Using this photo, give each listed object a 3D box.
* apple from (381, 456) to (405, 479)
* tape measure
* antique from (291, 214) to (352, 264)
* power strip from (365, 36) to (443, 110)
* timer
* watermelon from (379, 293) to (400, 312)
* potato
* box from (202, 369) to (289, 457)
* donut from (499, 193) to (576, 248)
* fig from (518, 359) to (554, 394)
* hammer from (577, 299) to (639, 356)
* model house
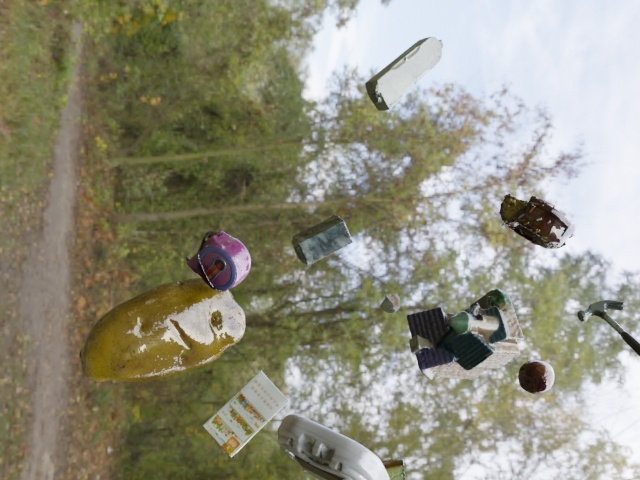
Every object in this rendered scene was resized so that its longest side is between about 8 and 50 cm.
[{"bbox_3d":[0.183,0.785,1.950,0.179,0.254,0.346,6,-72,41],"label":"apple"},{"bbox_3d":[-0.212,0.043,1.425,0.118,0.125,0.074,-42,-178,36],"label":"tape measure"},{"bbox_3d":[0.000,0.000,2.202,0.086,0.183,0.088,66,-10,-23],"label":"antique"},{"bbox_3d":[0.212,-0.419,1.649,0.048,0.286,0.080,7,-46,49],"label":"power strip"},{"bbox_3d":[0.025,0.506,1.550,0.087,0.261,0.237,-59,148,-24],"label":"timer"},{"bbox_3d":[0.256,0.229,2.459,0.061,0.085,0.085,53,6,-23],"label":"watermelon"},{"bbox_3d":[-0.346,0.202,1.482,0.176,0.369,0.196,53,-38,32],"label":"potato"},{"bbox_3d":[-0.208,0.485,1.884,0.122,0.220,0.032,47,-16,4],"label":"box"},{"bbox_3d":[0.632,-0.050,1.976,0.096,0.216,0.230,-57,-153,-4],"label":"donut"},{"bbox_3d":[0.561,0.336,1.699,0.088,0.125,0.089,26,-55,44],"label":"fig"},{"bbox_3d":[0.697,0.219,1.508,0.246,0.103,0.029,-123,-168,-51],"label":"hammer"},{"bbox_3d":[0.431,0.297,2.131,0.312,0.280,0.245,128,-37,-47],"label":"model house"}]
